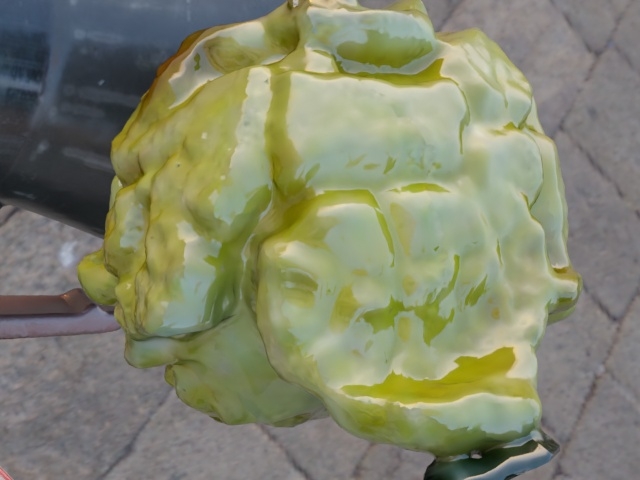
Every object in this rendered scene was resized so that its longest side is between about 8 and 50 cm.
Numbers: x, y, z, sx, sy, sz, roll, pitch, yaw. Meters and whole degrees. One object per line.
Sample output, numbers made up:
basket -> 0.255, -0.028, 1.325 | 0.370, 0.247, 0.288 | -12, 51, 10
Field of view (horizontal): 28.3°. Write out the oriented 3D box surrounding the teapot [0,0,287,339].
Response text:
teapot -> -0.192, -0.103, 0.912 | 0.361, 0.305, 0.376 | 4, 111, -36

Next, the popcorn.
popcorn -> -0.002, -0.009, 0.691 | 0.293, 0.293, 0.237 | -26, 100, -41

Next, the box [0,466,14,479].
box -> -0.373, 0.348, 1.106 | 0.312, 0.314, 0.300 | 40, 63, 17
